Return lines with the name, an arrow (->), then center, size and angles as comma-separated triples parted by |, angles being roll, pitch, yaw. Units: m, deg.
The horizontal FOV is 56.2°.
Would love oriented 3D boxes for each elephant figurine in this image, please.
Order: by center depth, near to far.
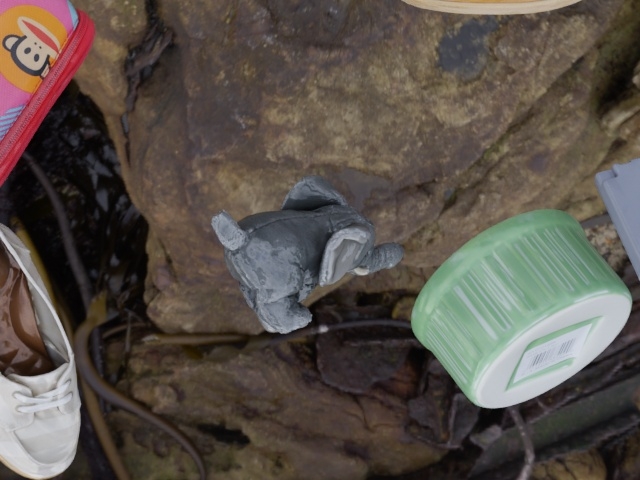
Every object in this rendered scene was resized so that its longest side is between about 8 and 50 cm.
elephant figurine -> 0.000, 0.000, 0.787 | 0.239, 0.186, 0.169 | -30, 88, -13

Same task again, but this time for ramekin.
ramekin -> 0.303, 0.114, 0.896 | 0.303, 0.148, 0.303 | -17, 140, -15

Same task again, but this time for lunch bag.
lunch bag -> -0.336, -0.149, 0.516 | 0.293, 0.258, 0.120 | 11, 160, 38

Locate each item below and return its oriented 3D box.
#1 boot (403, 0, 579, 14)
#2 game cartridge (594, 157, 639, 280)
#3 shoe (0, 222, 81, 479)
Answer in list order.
boot -> 0.079, -0.303, 0.457 | 0.295, 0.104, 0.211 | 22, 137, 24
game cartridge -> 0.508, -0.039, 0.707 | 0.297, 0.198, 0.062 | -12, 143, 12
shoe -> -0.240, 0.086, 0.469 | 0.058, 0.077, 0.219 | -12, 96, 48
